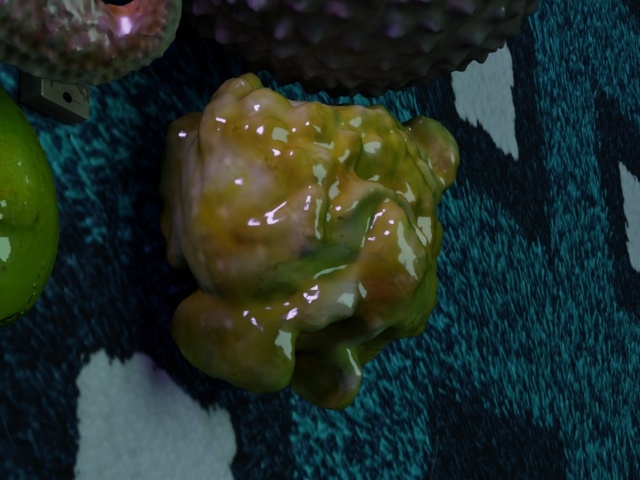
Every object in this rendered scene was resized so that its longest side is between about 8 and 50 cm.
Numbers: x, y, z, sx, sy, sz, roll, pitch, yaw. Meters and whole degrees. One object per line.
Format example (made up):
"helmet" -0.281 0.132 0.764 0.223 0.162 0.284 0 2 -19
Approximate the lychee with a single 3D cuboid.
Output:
"lychee" 0.014 -0.305 1.076 0.432 0.380 0.381 0 78 -48

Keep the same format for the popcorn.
"popcorn" 0.000 0.000 1.061 0.250 0.235 0.242 2 104 -39

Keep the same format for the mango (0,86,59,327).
"mango" -0.216 -0.029 0.812 0.119 0.100 0.178 25 49 -53

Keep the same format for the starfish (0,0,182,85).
"starfish" -0.242 -0.285 0.728 0.082 0.323 0.432 -176 -107 -77

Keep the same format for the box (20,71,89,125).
"box" -0.193 -0.132 0.974 0.053 0.024 0.083 25 55 -56
